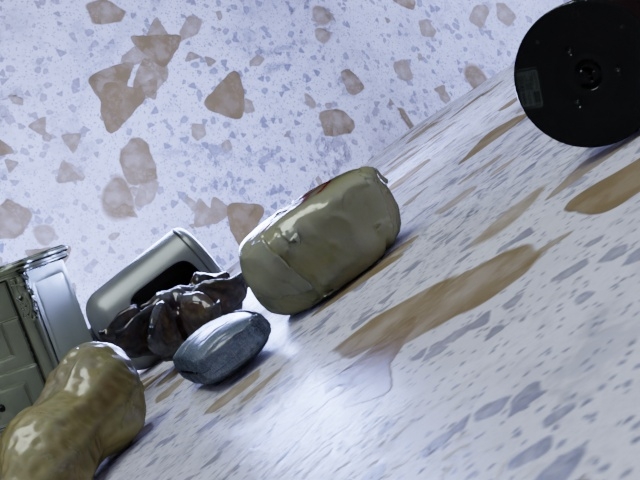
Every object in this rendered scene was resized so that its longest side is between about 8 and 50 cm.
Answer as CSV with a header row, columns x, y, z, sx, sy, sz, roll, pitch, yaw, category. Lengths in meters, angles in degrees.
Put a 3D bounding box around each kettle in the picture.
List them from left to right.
x,y,z,sx,sy,sz,roll,pitch,yaw,category
0.323,-0.200,1.092,0.202,0.144,0.232,-10,15,31,kettle

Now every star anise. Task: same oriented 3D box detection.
x,y,z,sx,sy,sz,roll,pitch,yaw,category
-0.230,0.142,1.909,0.359,0.139,0.316,-19,16,12,star anise

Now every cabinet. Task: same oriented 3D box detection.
x,y,z,sx,sy,sz,roll,pitch,yaw,category
-0.536,0.211,1.754,0.290,0.318,0.227,-18,5,7,cabinet

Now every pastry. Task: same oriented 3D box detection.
x,y,z,sx,sy,sz,roll,pitch,yaw,category
0.000,-0.001,1.484,0.265,0.133,0.265,-32,5,3,pastry

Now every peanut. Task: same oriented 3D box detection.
x,y,z,sx,sy,sz,roll,pitch,yaw,category
-0.317,0.239,1.353,0.149,0.149,0.313,-34,8,24,peanut

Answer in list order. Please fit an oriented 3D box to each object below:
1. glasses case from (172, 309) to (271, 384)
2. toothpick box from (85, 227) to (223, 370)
x,y,z,sx,sy,sz,roll,pitch,yaw,category
-0.134,0.142,1.399,0.109,0.067,0.282,-40,4,-15,glasses case
-0.367,0.138,2.261,0.316,0.229,0.229,-38,5,-13,toothpick box
